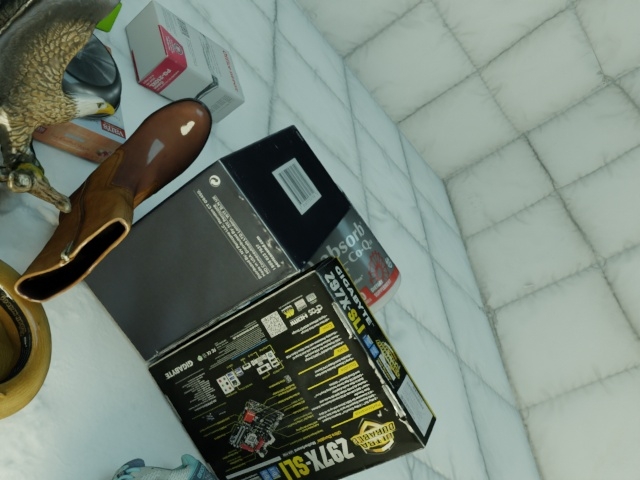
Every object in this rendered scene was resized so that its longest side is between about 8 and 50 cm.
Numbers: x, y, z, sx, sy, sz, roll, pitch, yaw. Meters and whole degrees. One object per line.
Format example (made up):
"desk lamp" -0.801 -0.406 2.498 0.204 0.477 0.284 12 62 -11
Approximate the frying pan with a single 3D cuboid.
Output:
"frying pan" -0.427 -0.326 0.849 0.326 0.053 0.197 51 26 -18

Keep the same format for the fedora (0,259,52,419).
"fedora" -0.372 0.099 0.566 0.194 0.079 0.194 50 24 -33

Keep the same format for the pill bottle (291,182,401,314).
"pill bottle" 0.000 0.000 1.244 0.363 0.210 0.210 54 24 -10

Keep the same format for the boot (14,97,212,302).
"boot" -0.245 -0.071 0.704 0.096 0.264 0.280 57 2 -22

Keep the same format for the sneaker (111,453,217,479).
"sneaker" -0.217 0.316 0.619 0.122 0.110 0.283 49 16 25

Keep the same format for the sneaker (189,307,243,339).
"sneaker" -0.140 0.166 0.951 0.086 0.064 0.192 58 20 11

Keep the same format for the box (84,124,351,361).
"box" -0.147 -0.008 0.861 0.183 0.294 0.296 54 24 -7

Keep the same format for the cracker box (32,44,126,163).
"cracker box" -0.413 -0.253 0.914 0.155 0.067 0.232 22 42 -52

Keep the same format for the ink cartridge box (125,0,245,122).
"ink cartridge box" -0.299 -0.392 1.259 0.237 0.100 0.172 20 45 -54

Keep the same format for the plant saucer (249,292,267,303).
"plant saucer" -0.093 0.153 1.116 0.119 0.021 0.119 44 27 -31

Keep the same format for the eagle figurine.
"eagle figurine" -0.357 -0.209 0.706 0.225 0.226 0.298 -48 150 -75

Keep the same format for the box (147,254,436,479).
"box" -0.050 0.206 0.766 0.257 0.322 0.079 57 25 -2

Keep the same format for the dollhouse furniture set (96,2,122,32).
"dollhouse furniture set" -0.469 -0.464 0.853 0.197 0.151 0.301 28 10 30
